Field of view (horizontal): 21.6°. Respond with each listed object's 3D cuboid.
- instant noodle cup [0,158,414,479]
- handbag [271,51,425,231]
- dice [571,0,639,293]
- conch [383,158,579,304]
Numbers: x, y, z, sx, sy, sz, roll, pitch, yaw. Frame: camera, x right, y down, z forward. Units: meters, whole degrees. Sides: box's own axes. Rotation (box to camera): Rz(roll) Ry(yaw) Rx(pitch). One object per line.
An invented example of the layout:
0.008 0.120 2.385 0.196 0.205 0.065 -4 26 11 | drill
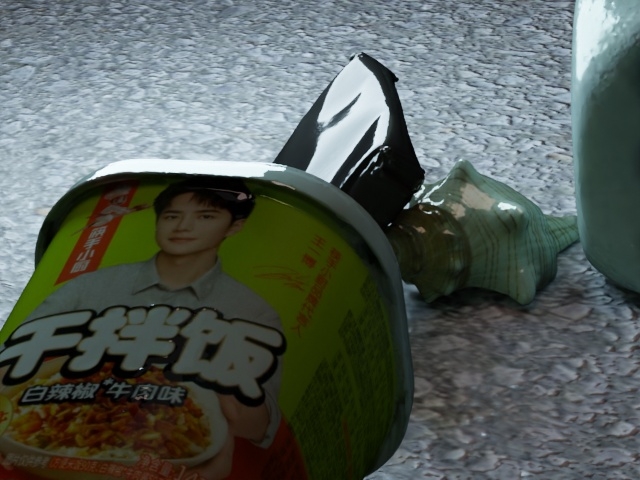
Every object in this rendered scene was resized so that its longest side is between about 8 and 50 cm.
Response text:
-0.104 0.137 1.062 0.294 0.294 0.308 2 34 18 | instant noodle cup
0.005 -0.029 1.436 0.080 0.223 0.247 34 18 -19 | handbag
0.356 -0.112 1.438 0.264 0.268 0.262 1 27 14 | dice
0.143 -0.006 1.455 0.234 0.114 0.137 -7 38 -13 | conch
